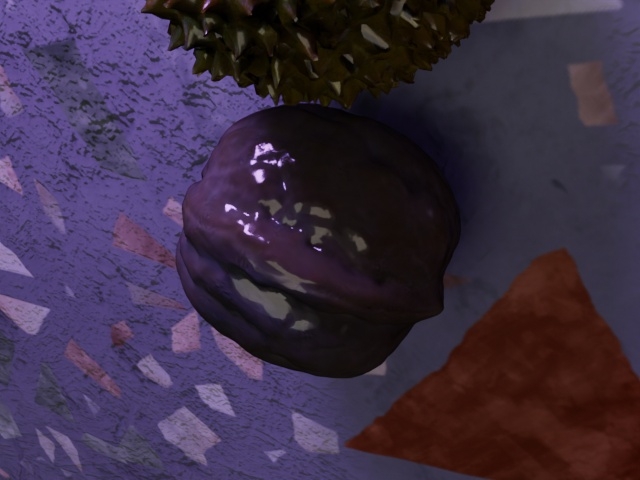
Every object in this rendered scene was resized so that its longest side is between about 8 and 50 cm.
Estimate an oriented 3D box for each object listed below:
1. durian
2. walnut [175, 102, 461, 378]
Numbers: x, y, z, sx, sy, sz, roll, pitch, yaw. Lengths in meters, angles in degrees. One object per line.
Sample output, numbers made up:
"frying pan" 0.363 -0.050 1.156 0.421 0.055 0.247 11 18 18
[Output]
"durian" -0.003 -0.219 0.430 0.258 0.258 0.293 11 114 26
"walnut" 0.000 0.000 0.597 0.224 0.224 0.224 16 127 23
